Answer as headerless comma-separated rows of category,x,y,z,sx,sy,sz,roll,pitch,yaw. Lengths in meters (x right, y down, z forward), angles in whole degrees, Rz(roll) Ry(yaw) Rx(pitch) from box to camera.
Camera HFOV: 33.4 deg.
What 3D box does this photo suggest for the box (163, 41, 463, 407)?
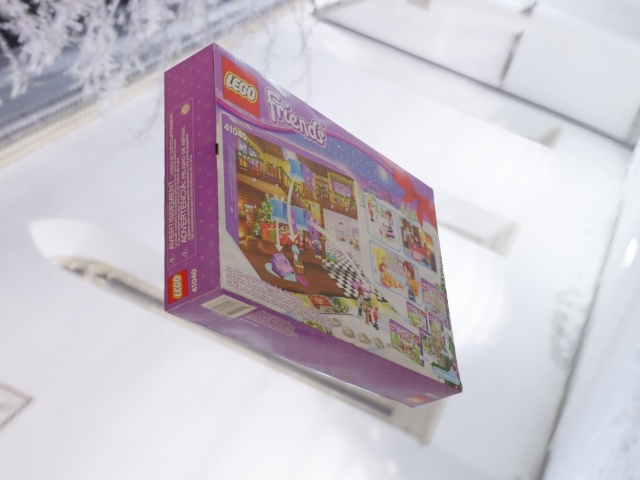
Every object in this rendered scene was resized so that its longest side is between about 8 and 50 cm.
box,0.000,0.000,0.837,0.293,0.057,0.201,28,-132,-45
